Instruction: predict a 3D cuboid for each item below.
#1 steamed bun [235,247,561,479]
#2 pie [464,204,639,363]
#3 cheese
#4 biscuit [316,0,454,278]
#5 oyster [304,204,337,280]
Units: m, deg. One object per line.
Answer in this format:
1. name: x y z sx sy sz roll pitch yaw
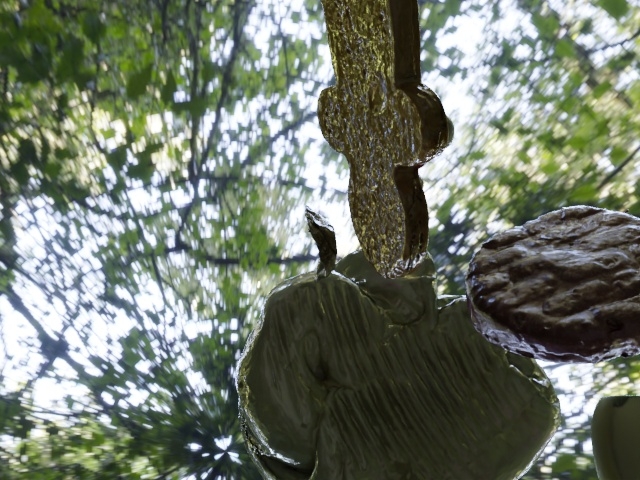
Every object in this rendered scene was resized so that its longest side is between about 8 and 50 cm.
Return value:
1. steamed bun: 0.075 0.184 1.429 0.352 0.247 0.339 -33 -100 -18
2. pie: 0.203 0.032 0.956 0.182 0.182 0.049 -18 -56 -7
3. cheese: 0.350 0.284 1.251 0.127 0.054 0.251 -1 -109 9
4. biscuit: 0.058 -0.133 1.111 0.047 0.216 0.340 -13 -80 -22
5. oyster: 0.000 -0.002 1.315 0.034 0.051 0.093 -9 -105 -12
